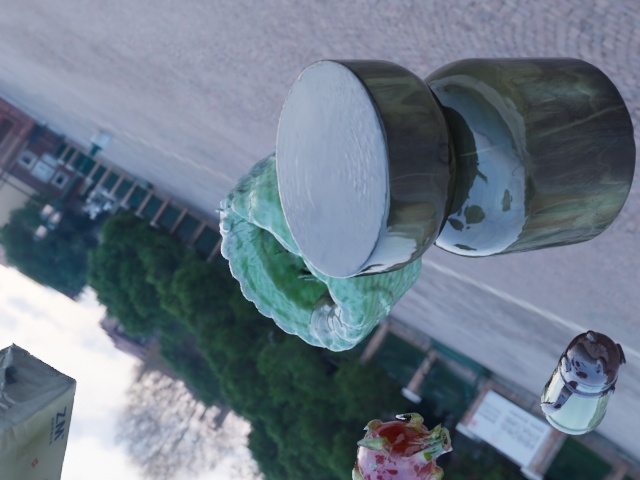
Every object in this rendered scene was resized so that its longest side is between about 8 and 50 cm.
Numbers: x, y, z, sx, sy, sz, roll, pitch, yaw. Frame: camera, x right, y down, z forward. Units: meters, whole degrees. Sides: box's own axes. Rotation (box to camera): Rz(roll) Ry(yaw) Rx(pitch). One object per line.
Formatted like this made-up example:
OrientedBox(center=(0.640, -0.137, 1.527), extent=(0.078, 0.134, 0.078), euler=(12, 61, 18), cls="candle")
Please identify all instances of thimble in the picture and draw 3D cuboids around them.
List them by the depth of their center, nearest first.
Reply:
OrientedBox(center=(0.000, 0.000, 1.018), extent=(0.219, 0.150, 0.219), euler=(32, 150, 21), cls="thimble")

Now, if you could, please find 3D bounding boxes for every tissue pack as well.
OrientedBox(center=(-0.281, 0.203, 0.761), extent=(0.092, 0.196, 0.148), euler=(23, -153, 18), cls="tissue pack")

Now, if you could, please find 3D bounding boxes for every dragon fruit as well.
OrientedBox(center=(0.088, 0.226, 0.983), extent=(0.116, 0.086, 0.081), euler=(-14, 165, 36), cls="dragon fruit")

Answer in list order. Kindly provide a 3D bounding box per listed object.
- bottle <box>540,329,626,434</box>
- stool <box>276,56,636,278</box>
OrientedBox(center=(0.182, 0.094, 0.648), extent=(0.047, 0.063, 0.101), euler=(14, 150, 13), cls="bottle")
OrientedBox(center=(0.117, -0.070, 0.815), extent=(0.264, 0.179, 0.179), euler=(-6, -163, -30), cls="stool")
